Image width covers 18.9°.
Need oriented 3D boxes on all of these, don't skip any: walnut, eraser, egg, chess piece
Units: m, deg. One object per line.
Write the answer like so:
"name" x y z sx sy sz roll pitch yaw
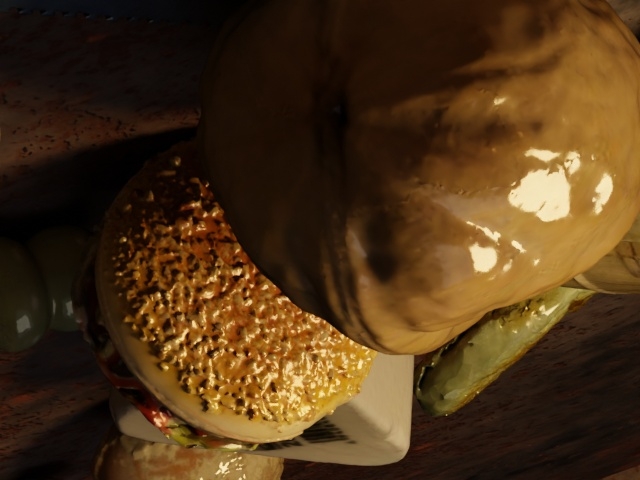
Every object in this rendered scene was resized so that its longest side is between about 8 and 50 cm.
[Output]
"walnut" 0.080 -0.086 1.505 0.381 0.381 0.381 -17 160 -7
"eraser" -0.030 0.137 2.053 0.331 0.150 0.331 2 155 1
"egg" -0.163 0.272 2.370 0.245 0.203 0.203 -11 158 -25
"chess piece" -0.312 0.054 1.798 0.251 0.144 0.144 -17 160 -27

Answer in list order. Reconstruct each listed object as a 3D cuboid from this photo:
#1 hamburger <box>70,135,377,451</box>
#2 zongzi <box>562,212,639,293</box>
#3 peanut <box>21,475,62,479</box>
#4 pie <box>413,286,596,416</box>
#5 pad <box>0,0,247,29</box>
"hamburger" -0.077 0.046 1.752 0.302 0.302 0.170 -10 172 -26
"zongzi" 0.233 -0.055 2.036 0.467 0.218 0.500 6 175 13
"peanut" -0.436 0.387 2.548 0.263 0.101 0.117 -21 179 1
"pie" 0.261 0.080 2.298 0.371 0.078 0.296 -35 174 -26
"pad" -0.091 -0.236 1.414 0.269 0.012 0.269 0 152 -43
